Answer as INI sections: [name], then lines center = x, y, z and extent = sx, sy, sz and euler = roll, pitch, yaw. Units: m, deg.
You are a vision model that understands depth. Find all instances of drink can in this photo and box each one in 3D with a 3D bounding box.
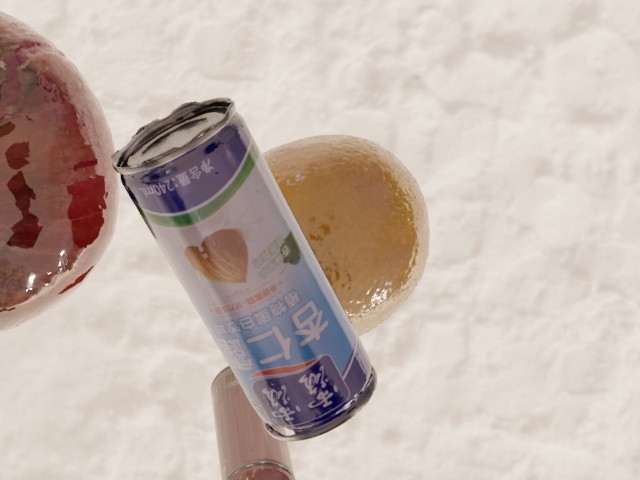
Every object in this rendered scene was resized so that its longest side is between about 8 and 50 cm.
[drink can]
center = -0.049, 0.022, 0.833
extent = 0.097, 0.097, 0.235
euler = -35, 113, -20

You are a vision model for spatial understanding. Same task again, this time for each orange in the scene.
[orange]
center = 0.000, 0.000, 1.215
extent = 0.236, 0.236, 0.236
euler = -1, 93, -25

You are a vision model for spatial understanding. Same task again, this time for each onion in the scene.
[onion]
center = -0.377, -0.066, 1.178
extent = 0.353, 0.353, 0.354
euler = -1, 93, -25

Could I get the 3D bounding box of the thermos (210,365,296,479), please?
[thermos]
center = -0.102, 0.335, 1.782
extent = 0.109, 0.330, 0.136
euler = 15, 118, -18
